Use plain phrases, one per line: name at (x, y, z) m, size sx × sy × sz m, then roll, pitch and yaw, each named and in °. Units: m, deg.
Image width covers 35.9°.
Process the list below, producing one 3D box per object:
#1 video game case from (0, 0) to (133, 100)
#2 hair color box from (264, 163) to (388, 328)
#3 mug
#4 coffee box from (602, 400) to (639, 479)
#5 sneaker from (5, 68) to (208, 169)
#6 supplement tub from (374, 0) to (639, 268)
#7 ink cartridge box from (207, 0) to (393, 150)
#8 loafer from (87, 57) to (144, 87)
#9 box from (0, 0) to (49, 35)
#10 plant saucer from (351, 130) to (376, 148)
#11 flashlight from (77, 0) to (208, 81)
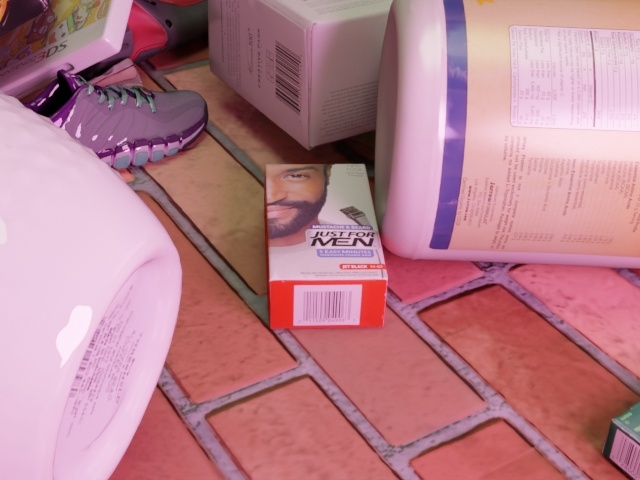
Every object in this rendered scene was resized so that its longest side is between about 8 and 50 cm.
video game case at (-0.262, -0.244, 0.998) m, size 0.206 × 0.026 × 0.227 m, roll -17°, pitch 51°, yaw 31°
hair color box at (0.000, 0.000, 0.822) m, size 0.093 × 0.053 × 0.167 m, roll -1°, pitch 35°, yaw -5°
mug at (-0.280, 0.067, 0.560) m, size 0.328 × 0.276 × 0.374 m, roll 18°, pitch 68°, yaw 8°
coffee box at (0.288, 0.160, 0.634) m, size 0.113 × 0.040 × 0.184 m, roll -22°, pitch 42°, yaw -30°
sneaker at (-0.200, -0.122, 0.935) m, size 0.223 × 0.098 × 0.083 m, roll -26°, pitch 45°, yaw -34°
supplement tub at (0.210, -0.091, 0.817) m, size 0.316 × 0.228 × 0.228 m, roll 3°, pitch 36°, yaw -2°
ink cartridge box at (0.049, -0.240, 1.031) m, size 0.309 × 0.130 × 0.272 m, roll -18°, pitch 39°, yaw -27°
loafer at (-0.227, -0.148, 1.021) m, size 0.045 × 0.039 × 0.125 m, roll -25°, pitch 15°, yaw 42°
box at (-0.411, -0.233, 0.974) m, size 0.322 × 0.079 × 0.257 m, roll -26°, pitch 38°, yaw 9°
plant saucer at (0.119, -0.164, 1.074) m, size 0.240 × 0.037 × 0.241 m, roll 3°, pitch 35°, yaw -2°
flashlight at (-0.170, -0.277, 1.154) m, size 0.103 × 0.103 × 0.304 m, roll 25°, pitch 42°, yaw 32°
